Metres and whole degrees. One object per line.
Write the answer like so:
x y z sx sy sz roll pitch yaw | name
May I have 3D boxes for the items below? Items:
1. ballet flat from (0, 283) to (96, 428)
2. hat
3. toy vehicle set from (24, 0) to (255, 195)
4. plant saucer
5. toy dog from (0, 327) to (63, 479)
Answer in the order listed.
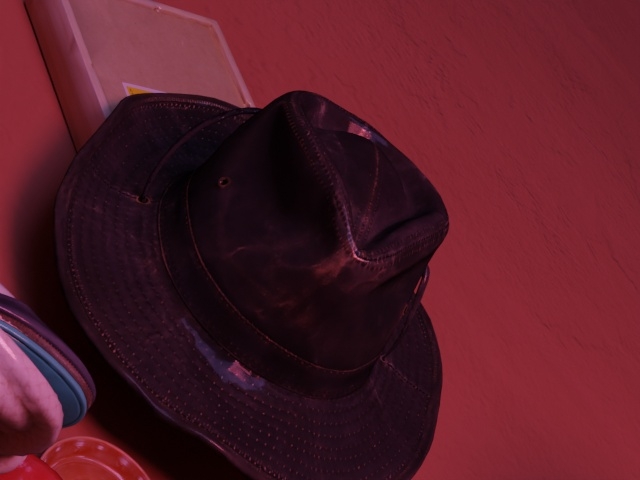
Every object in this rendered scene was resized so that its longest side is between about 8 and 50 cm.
-0.203 0.032 0.677 0.203 0.074 0.074 26 37 -29 | ballet flat
0.000 0.000 0.835 0.331 0.134 0.331 33 34 -26 | hat
-0.100 -0.067 0.947 0.166 0.035 0.266 9 48 -47 | toy vehicle set
-0.120 0.144 0.708 0.083 0.013 0.083 31 35 -26 | plant saucer
-0.191 0.100 0.466 0.161 0.334 0.220 -46 126 -20 | toy dog
